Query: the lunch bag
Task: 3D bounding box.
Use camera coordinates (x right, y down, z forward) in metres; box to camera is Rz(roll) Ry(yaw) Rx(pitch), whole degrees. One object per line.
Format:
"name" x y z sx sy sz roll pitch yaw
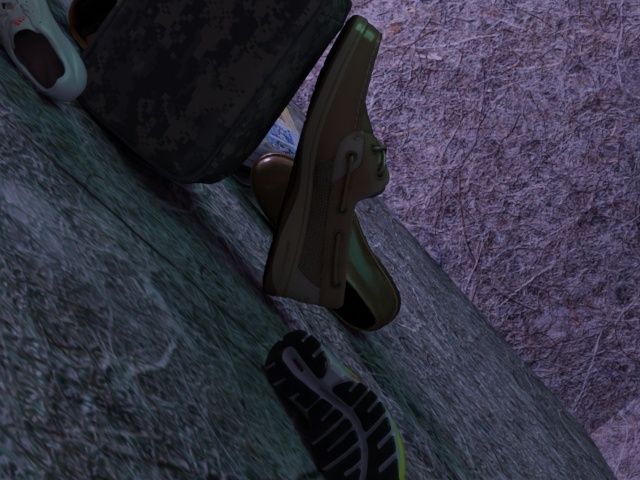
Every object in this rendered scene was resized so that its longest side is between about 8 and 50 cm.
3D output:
"lunch bag" -0.108 -0.220 1.572 0.212 0.305 0.256 39 12 11

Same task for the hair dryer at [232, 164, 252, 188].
"hair dryer" -0.105 -0.154 2.153 0.223 0.080 0.293 40 12 -49

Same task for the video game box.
"video game box" -0.117 -0.181 2.070 0.187 0.048 0.205 20 28 -29

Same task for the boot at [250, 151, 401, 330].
"boot" 0.000 0.000 1.935 0.305 0.112 0.115 52 18 5

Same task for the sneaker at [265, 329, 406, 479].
"sneaker" 0.030 0.172 1.292 0.094 0.081 0.208 45 8 -46

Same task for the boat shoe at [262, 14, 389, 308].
"boat shoe" 0.025 -0.088 1.568 0.110 0.341 0.121 15 17 -3

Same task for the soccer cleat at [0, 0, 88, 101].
"soccer cleat" -0.307 -0.226 1.383 0.196 0.068 0.076 53 10 3

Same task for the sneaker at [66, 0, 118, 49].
"sneaker" -0.276 -0.305 1.791 0.123 0.106 0.290 48 8 -33
